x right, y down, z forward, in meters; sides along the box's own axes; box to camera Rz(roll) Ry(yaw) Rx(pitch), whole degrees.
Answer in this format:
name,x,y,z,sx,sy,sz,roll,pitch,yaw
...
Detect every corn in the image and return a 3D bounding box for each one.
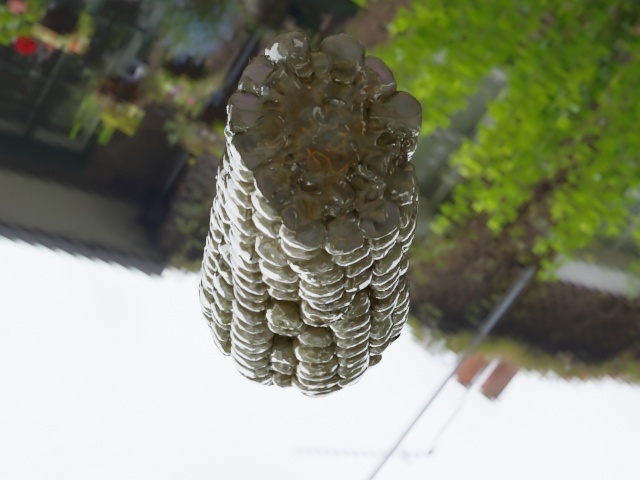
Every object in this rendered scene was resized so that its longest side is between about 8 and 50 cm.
name,x,y,z,sx,sy,sz,roll,pitch,yaw
corn,0.000,0.000,0.634,0.087,0.211,0.087,2,-110,-5
